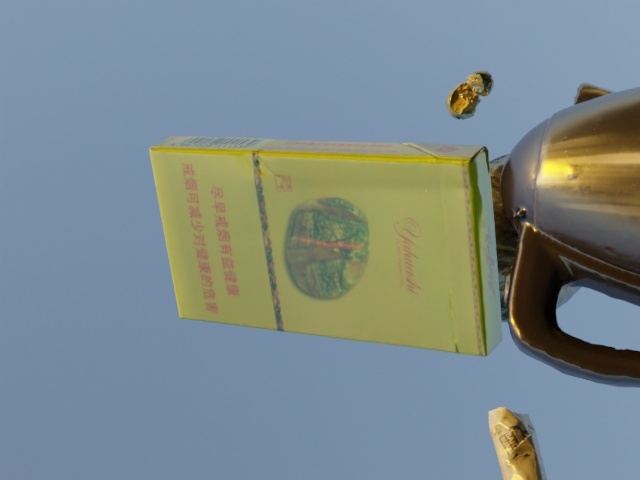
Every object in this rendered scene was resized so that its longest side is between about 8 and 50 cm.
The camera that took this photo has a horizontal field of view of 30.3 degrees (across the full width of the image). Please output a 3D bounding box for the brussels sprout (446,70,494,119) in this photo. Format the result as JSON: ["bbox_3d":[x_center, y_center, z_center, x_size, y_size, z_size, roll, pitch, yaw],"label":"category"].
[{"bbox_3d":[0.210,-0.203,1.630,0.046,0.083,0.051,34,-139,-15],"label":"brussels sprout"}]

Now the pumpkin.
[{"bbox_3d":[0.252,-0.003,1.464,0.223,0.224,0.157,-17,-154,-28],"label":"pumpkin"}]

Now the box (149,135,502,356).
[{"bbox_3d":[0.000,0.000,1.094,0.335,0.187,0.047,5,-157,30],"label":"box"}]

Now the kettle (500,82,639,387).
[{"bbox_3d":[0.276,-0.016,0.943,0.271,0.207,0.251,7,-86,20],"label":"kettle"}]

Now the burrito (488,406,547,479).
[{"bbox_3d":[0.249,0.288,1.456,0.064,0.064,0.203,11,-136,-15],"label":"burrito"}]
